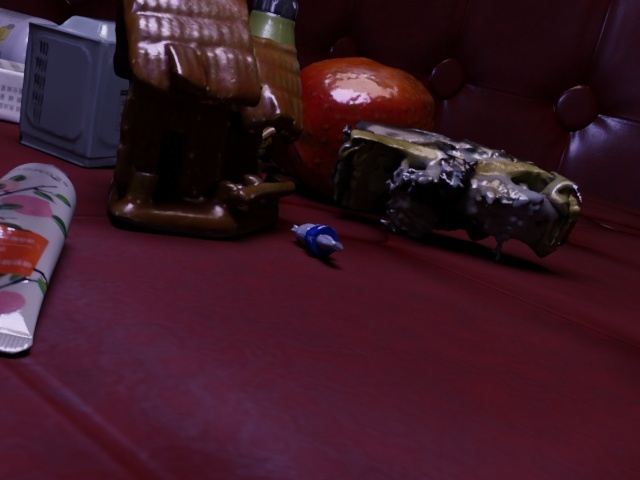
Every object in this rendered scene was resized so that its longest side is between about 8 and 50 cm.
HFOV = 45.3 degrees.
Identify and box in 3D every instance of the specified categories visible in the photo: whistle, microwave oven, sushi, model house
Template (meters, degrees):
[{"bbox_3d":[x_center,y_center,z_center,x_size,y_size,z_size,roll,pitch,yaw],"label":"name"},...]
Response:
[{"bbox_3d":[0.000,0.000,0.698,0.033,0.029,0.083,26,-1,-25],"label":"whistle"},{"bbox_3d":[-0.234,-0.175,0.915,0.122,0.162,0.208,20,17,27],"label":"microwave oven"},{"bbox_3d":[0.154,-0.045,0.907,0.291,0.139,0.131,13,32,-2],"label":"sushi"},{"bbox_3d":[-0.104,-0.131,0.714,0.200,0.229,0.219,2,17,-27],"label":"model house"}]

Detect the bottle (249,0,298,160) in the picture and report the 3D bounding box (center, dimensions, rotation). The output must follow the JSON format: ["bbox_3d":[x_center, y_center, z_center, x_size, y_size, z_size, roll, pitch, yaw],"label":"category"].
[{"bbox_3d":[-0.098,-0.264,1.231,0.112,0.260,0.112,14,12,-3],"label":"bottle"}]

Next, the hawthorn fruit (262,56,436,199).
[{"bbox_3d":[0.026,-0.146,1.017,0.253,0.205,0.205,-1,18,-32],"label":"hawthorn fruit"}]

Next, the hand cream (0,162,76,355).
[{"bbox_3d":[-0.186,0.001,0.449,0.080,0.050,0.234,15,17,-13],"label":"hand cream"}]

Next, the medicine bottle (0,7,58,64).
[{"bbox_3d":[-0.519,-0.305,1.232,0.215,0.135,0.135,18,12,17],"label":"medicine bottle"}]

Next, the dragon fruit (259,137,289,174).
[{"bbox_3d":[-0.045,-0.155,1.146,0.125,0.125,0.246,27,24,37],"label":"dragon fruit"}]

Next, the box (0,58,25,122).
[{"bbox_3d":[-0.500,-0.216,1.009,0.257,0.069,0.164,8,13,-30],"label":"box"}]
